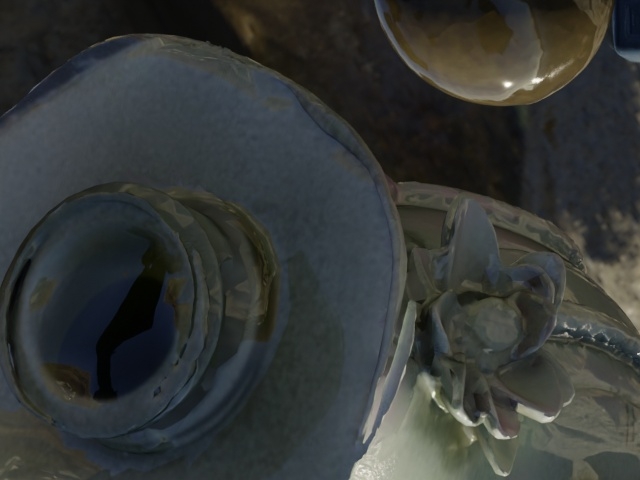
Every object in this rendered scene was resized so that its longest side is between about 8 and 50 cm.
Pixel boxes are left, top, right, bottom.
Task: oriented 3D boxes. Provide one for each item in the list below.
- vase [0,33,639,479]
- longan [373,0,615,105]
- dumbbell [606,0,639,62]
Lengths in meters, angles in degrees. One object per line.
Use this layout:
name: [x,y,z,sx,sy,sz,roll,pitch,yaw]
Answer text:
vase: [0.018,0.077,0.611,0.250,0.250,0.445,56,-170,26]
longan: [0.119,-0.185,0.985,0.167,0.167,0.187,172,77,-77]
dumbbell: [0.326,-0.318,1.250,0.156,0.143,0.316,-61,-31,-77]
